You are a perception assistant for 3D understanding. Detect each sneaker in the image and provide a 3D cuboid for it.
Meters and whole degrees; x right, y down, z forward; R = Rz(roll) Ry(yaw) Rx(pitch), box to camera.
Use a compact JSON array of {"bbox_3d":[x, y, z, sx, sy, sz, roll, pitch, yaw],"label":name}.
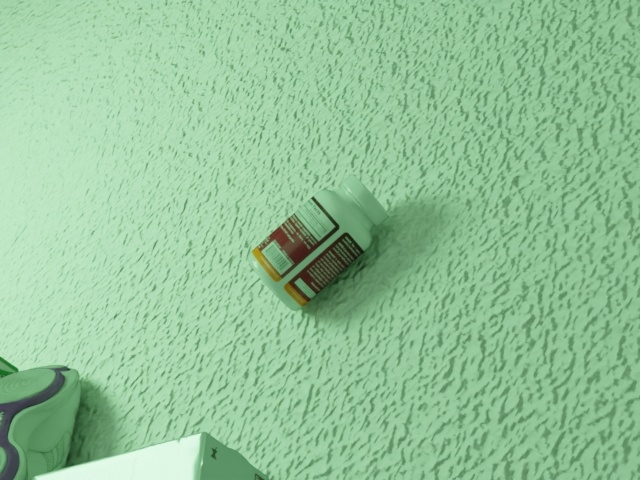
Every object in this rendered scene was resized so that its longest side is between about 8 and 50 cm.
[{"bbox_3d":[-0.348,0.256,1.147,0.114,0.152,0.305,-3,26,7],"label":"sneaker"}]

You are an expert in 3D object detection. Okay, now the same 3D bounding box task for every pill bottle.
[{"bbox_3d":[0.000,0.000,1.115,0.152,0.086,0.086,-41,41,1],"label":"pill bottle"}]

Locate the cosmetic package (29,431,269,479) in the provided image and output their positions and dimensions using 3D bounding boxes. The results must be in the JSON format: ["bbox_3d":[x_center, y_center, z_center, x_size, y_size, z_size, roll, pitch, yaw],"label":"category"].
[{"bbox_3d":[-0.178,0.273,1.003,0.231,0.117,0.085,-19,47,27],"label":"cosmetic package"}]

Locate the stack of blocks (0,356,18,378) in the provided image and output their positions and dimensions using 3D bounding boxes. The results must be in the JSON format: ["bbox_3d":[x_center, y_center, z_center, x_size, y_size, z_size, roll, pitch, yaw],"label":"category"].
[{"bbox_3d":[-0.434,0.263,1.167,0.087,0.171,0.297,-25,43,19],"label":"stack of blocks"}]
